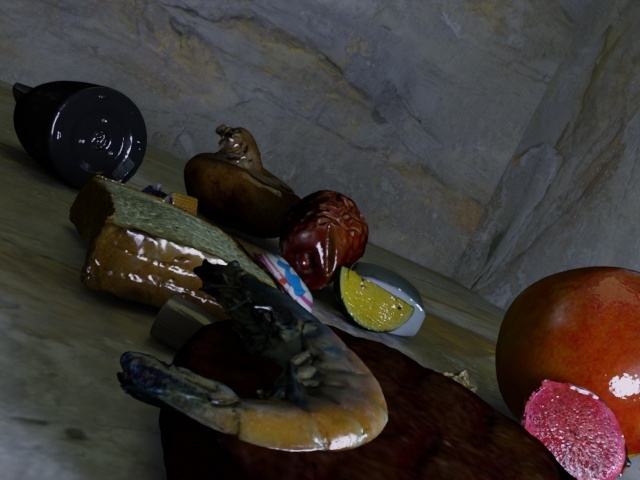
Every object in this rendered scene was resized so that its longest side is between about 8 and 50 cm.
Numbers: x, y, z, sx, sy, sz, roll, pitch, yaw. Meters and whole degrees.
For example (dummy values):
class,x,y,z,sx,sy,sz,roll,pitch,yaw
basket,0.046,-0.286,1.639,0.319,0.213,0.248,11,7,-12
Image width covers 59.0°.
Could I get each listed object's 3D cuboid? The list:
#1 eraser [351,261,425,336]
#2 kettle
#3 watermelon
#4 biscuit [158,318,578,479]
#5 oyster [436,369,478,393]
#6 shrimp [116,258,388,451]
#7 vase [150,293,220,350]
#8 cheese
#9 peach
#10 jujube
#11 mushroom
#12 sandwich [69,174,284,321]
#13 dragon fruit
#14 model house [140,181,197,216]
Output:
class,x,y,z,sx,sy,sz,roll,pitch,yaw
eraser,0.143,0.125,1.304,0.189,0.104,0.290,22,5,6
kettle,-0.522,-0.214,1.206,0.290,0.207,0.268,20,-28,36
watermelon,0.093,0.136,1.106,0.181,0.092,0.075,32,18,-17
biscuit,0.059,0.194,0.474,0.407,0.091,0.407,25,9,-4
oyster,0.176,0.226,0.849,0.108,0.053,0.165,17,9,25
shrimp,-0.074,0.065,0.422,0.198,0.051,0.262,14,18,-47
vase,-0.130,0.104,0.619,0.100,0.053,0.053,30,6,-2
cheese,-0.043,0.096,0.902,0.244,0.062,0.155,44,-9,43
peach,0.461,0.196,0.968,0.307,0.332,0.308,29,-7,4
jujube,0.000,0.000,1.245,0.216,0.216,0.342,26,14,5
mushroom,-0.188,-0.151,1.541,0.345,0.260,0.345,25,7,-3
sandwich,-0.208,0.019,0.807,0.271,0.099,0.301,29,2,-31
dragon fruit,0.346,0.291,0.811,0.153,0.153,0.111,27,-32,11
model house,-0.287,-0.050,1.043,0.100,0.100,0.087,27,7,20
